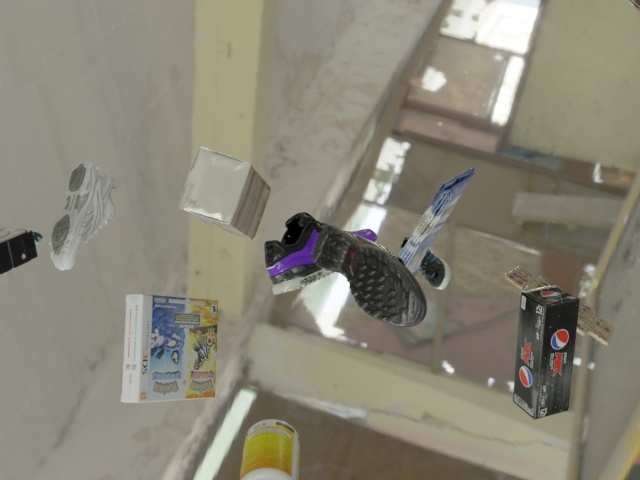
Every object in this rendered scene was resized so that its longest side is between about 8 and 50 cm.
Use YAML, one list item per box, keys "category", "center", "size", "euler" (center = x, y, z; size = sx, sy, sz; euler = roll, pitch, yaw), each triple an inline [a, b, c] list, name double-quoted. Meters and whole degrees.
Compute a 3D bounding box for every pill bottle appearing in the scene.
- category: "pill bottle"
  center: [-0.102, 0.466, 1.682]
  size: [0.215, 0.117, 0.117]
  euler: [-89, 10, -64]

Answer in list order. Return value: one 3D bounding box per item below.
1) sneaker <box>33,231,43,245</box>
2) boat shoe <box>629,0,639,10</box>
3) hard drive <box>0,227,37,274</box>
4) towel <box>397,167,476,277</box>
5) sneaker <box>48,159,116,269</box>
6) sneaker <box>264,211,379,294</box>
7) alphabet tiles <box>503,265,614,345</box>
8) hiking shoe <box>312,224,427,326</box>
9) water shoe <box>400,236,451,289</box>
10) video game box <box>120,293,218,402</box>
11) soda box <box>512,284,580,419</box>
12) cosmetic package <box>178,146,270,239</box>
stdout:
- category: "sneaker"
  center: [-0.626, 0.022, 1.756]
  size: [0.098, 0.038, 0.069]
  euler: [-27, -22, -30]
- category: "boat shoe"
  center: [0.559, -0.349, 1.278]
  size: [0.073, 0.207, 0.073]
  euler: [-43, -23, -49]
- category: "hard drive"
  center: [-0.685, 0.052, 1.420]
  size: [0.339, 0.237, 0.064]
  euler: [-38, -55, -59]
- category: "towel"
  center: [0.222, -0.013, 1.726]
  size: [0.285, 0.034, 0.209]
  euler: [-61, -14, 25]
- category: "sneaker"
  center: [-0.475, -0.042, 1.726]
  size: [0.115, 0.090, 0.232]
  euler: [27, -105, -44]
- category: "sneaker"
  center: [0.000, 0.000, 1.798]
  size: [0.293, 0.102, 0.146]
  euler: [-24, -86, -37]
- category: "alphabet tiles"
  center: [0.592, 0.154, 2.071]
  size: [0.011, 0.285, 0.342]
  euler: [-59, -17, 15]
- category: "hiking shoe"
  center: [0.089, 0.046, 1.155]
  size: [0.114, 0.227, 0.086]
  euler: [11, -69, -38]
- category: "water shoe"
  center: [0.270, 0.061, 2.210]
  size: [0.072, 0.080, 0.203]
  euler: [-65, 28, 21]
- category: "video game box"
  center: [-0.266, 0.194, 1.511]
  size: [0.205, 0.048, 0.187]
  euler: [11, -100, -56]
- category: "soda box"
  center: [0.299, 0.148, 1.118]
  size: [0.053, 0.060, 0.168]
  euler: [-143, 48, -59]
- category: "cosmetic package"
  center: [-0.217, -0.103, 1.974]
  size: [0.296, 0.129, 0.153]
  euler: [41, -112, -81]
